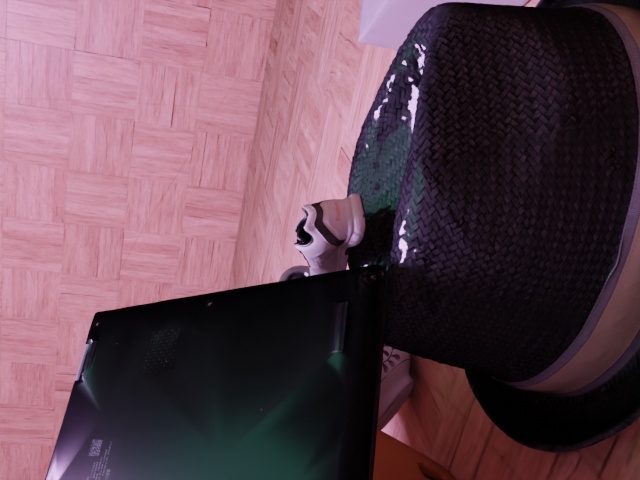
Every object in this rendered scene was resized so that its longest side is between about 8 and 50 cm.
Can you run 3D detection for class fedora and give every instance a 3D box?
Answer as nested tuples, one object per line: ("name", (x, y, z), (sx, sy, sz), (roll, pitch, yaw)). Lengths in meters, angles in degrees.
("fedora", (0.109, -0.033, 0.455), (0.334, 0.153, 0.334), (-174, 90, -76))

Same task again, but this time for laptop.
("laptop", (-0.090, 0.262, 0.494), (0.408, 0.236, 0.382), (-12, 57, 33))

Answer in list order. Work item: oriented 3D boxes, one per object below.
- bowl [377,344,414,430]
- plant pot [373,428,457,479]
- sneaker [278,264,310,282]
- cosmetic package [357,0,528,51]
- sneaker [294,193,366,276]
("bowl", (0.046, 0.153, 0.722), (0.170, 0.080, 0.170), (-44, -23, -23))
("plant pot", (-0.003, 0.270, 0.580), (0.291, 0.203, 0.291), (-53, 26, 41))
("sneaker", (-0.019, 0.175, 1.066), (0.106, 0.101, 0.267), (80, -170, -63))
("cosmetic package", (0.121, -0.243, 0.588), (0.231, 0.117, 0.085), (156, 120, -73))
("sneaker", (0.000, 0.000, 0.482), (0.109, 0.044, 0.040), (107, 156, -60))
